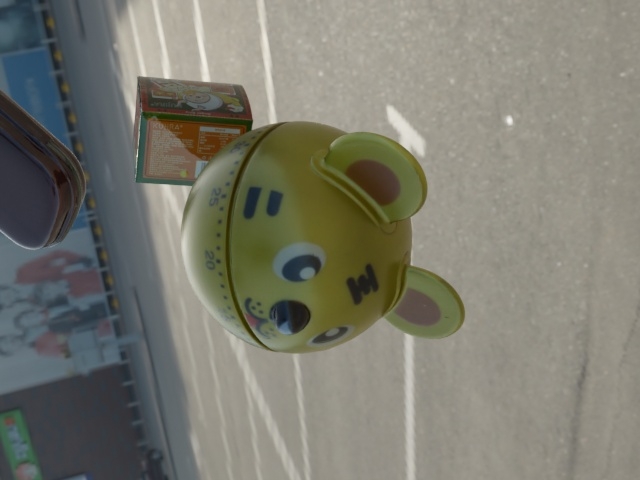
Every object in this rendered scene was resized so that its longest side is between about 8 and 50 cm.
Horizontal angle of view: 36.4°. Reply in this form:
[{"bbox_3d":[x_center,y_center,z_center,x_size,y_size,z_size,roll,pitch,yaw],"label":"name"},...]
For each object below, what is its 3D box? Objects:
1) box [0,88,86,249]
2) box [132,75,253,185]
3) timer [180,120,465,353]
[{"bbox_3d":[-0.638,-0.162,1.927,0.404,0.108,0.263,41,129,7],"label":"box"},{"bbox_3d":[-0.231,-0.197,1.729,0.177,0.194,0.148,-110,26,-58],"label":"box"},{"bbox_3d":[0.000,0.000,1.391,0.386,0.376,0.376,6,116,30],"label":"timer"}]
